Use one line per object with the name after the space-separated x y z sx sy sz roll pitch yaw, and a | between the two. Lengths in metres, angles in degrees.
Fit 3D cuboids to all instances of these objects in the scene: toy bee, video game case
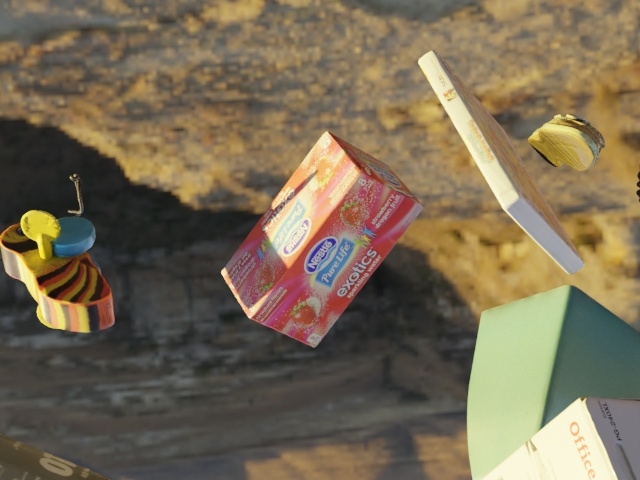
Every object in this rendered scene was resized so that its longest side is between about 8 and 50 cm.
-0.389 0.036 1.860 0.162 0.195 0.298 -12 -162 -13 | toy bee
0.199 -0.081 1.439 0.026 0.206 0.227 -34 149 14 | video game case

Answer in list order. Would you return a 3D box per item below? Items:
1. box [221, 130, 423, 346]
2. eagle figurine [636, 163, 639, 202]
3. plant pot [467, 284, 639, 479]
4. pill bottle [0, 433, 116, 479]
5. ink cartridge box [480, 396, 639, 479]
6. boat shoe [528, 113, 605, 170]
0.000 0.000 1.810 0.128 0.257 0.123 27 -163 -37 | box
0.475 -0.047 1.412 0.225 0.226 0.298 -34 -179 10 | eagle figurine
0.283 0.208 1.640 0.165 0.234 0.165 34 147 -23 | plant pot
-0.281 0.323 1.437 0.283 0.161 0.161 23 172 -4 | pill bottle
0.174 0.190 0.909 0.063 0.109 0.150 6 141 -33 | ink cartridge box
0.240 -0.100 1.264 0.048 0.056 0.153 -45 -178 -1 | boat shoe
